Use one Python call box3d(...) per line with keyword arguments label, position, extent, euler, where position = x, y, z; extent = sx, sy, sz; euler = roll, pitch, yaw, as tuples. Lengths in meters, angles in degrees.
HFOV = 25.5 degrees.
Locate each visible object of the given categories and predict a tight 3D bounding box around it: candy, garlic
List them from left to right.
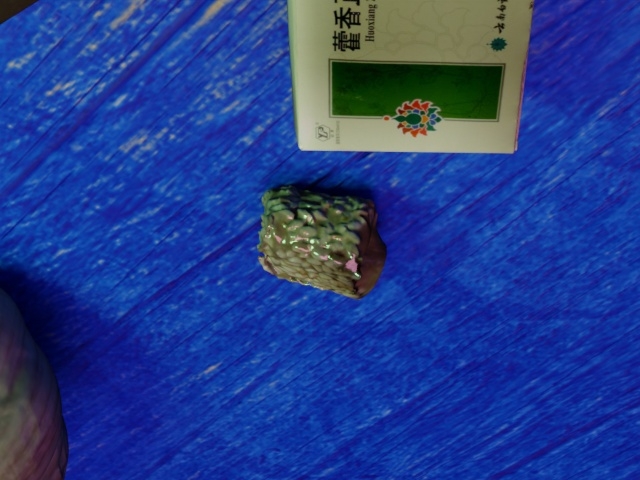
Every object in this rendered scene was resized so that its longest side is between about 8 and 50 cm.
box3d(label="garlic", position=(-0.376, 0.183, 1.278), extent=(0.317, 0.259, 0.317), euler=(0, 143, 0))
box3d(label="candy", position=(0.000, 0.000, 1.187), extent=(0.110, 0.085, 0.095), euler=(8, 146, 9))

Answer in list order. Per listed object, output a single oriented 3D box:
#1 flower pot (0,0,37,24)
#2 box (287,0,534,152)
box3d(label="flower pot", position=(-0.250, -0.227, 0.889), extent=(0.179, 0.084, 0.251), euler=(-33, 133, 0))
box3d(label="box", position=(0.062, -0.166, 0.988), extent=(0.168, 0.095, 0.212), euler=(2, 138, 4))
